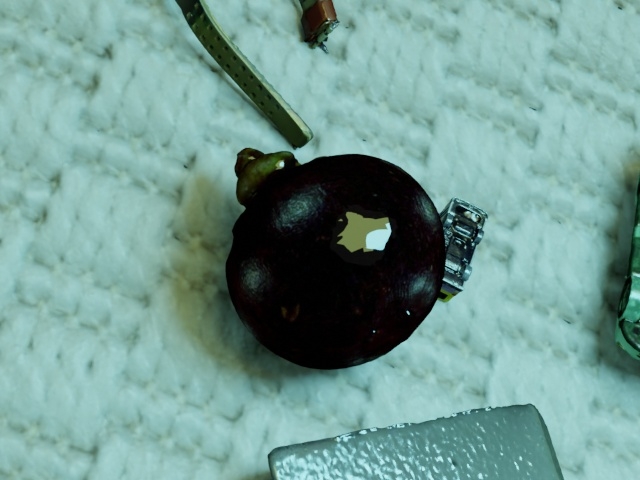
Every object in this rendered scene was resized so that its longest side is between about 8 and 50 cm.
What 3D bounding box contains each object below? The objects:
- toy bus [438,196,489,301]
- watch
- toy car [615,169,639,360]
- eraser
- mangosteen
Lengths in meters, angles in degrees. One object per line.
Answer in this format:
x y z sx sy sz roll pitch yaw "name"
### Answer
0.142 0.010 1.791 0.052 0.058 0.102 26 61 -9 "toy bus"
-0.056 -0.244 1.835 0.165 0.102 0.268 -39 90 -35 "watch"
0.406 0.026 1.851 0.136 0.125 0.306 14 55 0 "toy car"
0.107 0.240 1.642 0.352 0.077 0.111 -7 69 -26 "eraser"
0.000 0.000 1.645 0.228 0.228 0.265 -22 60 -31 "mangosteen"
